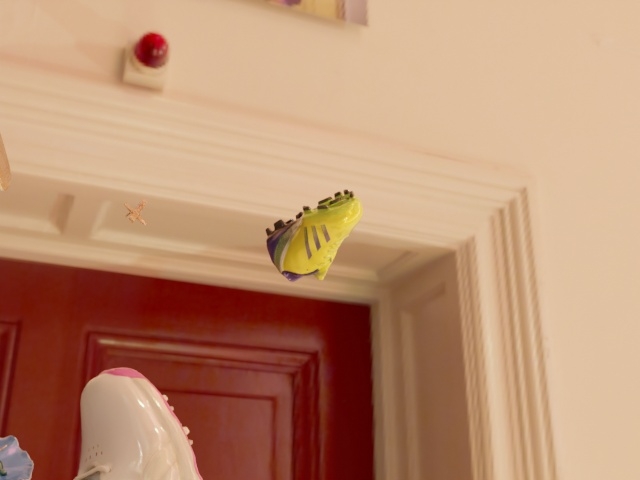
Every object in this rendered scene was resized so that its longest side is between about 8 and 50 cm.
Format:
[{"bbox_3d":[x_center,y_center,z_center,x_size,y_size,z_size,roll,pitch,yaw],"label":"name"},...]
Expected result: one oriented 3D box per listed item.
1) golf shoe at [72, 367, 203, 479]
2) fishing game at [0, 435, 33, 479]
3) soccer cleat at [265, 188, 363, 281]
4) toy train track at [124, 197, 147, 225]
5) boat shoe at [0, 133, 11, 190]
[{"bbox_3d":[-0.158,0.245,0.654,0.115,0.140,0.306,-37,-118,38],"label":"golf shoe"},{"bbox_3d":[-0.413,0.236,0.927,0.264,0.189,0.041,26,-72,53],"label":"fishing game"},{"bbox_3d":[0.001,0.000,1.369,0.289,0.093,0.121,-26,-93,61],"label":"soccer cleat"},{"bbox_3d":[-0.306,-0.048,1.400,0.014,0.048,0.083,-36,-163,20],"label":"toy train track"},{"bbox_3d":[-0.369,-0.105,0.891,0.170,0.059,0.063,-123,-158,-43],"label":"boat shoe"}]
